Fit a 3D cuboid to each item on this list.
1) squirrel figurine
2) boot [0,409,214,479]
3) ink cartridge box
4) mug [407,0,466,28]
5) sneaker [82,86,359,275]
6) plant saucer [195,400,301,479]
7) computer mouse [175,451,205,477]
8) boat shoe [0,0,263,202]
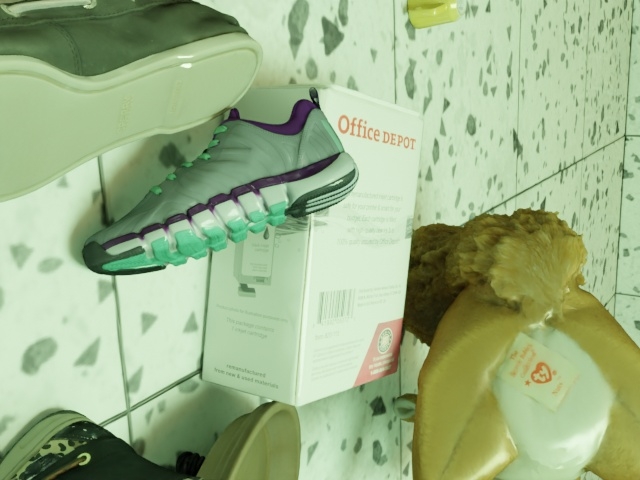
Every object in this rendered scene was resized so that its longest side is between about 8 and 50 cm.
[{"bbox_3d":[0.215,0.163,0.929,0.370,0.281,0.396,94,-9,-71],"label":"squirrel figurine"},{"bbox_3d":[-0.169,0.226,0.466,0.236,0.179,0.085,-57,139,-34],"label":"boot"},{"bbox_3d":[0.000,0.000,0.749,0.207,0.117,0.282,0,96,-58],"label":"ink cartridge box"},{"bbox_3d":[0.154,-0.306,0.985,0.062,0.064,0.078,50,55,-50],"label":"mug"},{"bbox_3d":[-0.087,-0.046,0.596,0.083,0.224,0.098,117,-48,-73],"label":"sneaker"},{"bbox_3d":[-0.078,0.277,0.675,0.278,0.041,0.277,11,90,-77],"label":"plant saucer"},{"bbox_3d":[-0.153,0.259,0.627,0.193,0.042,0.105,-21,114,-55],"label":"computer mouse"},{"bbox_3d":[-0.179,-0.108,0.492,0.335,0.095,0.112,-28,155,-49],"label":"boat shoe"}]
